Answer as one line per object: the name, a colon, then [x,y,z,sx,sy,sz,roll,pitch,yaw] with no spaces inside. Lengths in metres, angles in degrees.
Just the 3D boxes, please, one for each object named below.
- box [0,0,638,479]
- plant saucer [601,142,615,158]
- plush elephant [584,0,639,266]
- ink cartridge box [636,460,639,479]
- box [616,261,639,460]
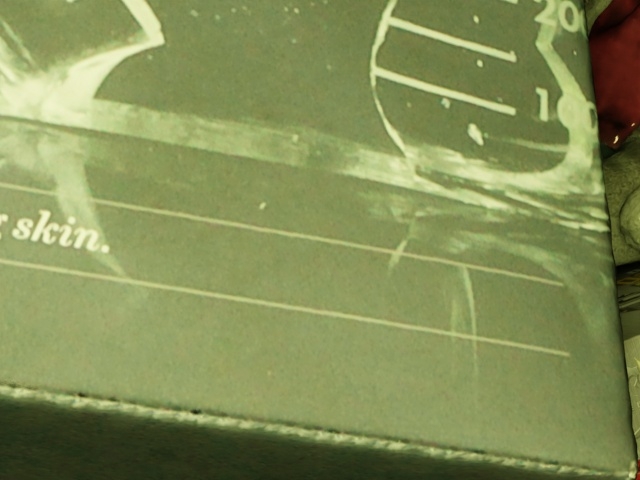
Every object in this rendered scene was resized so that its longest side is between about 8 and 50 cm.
box: [-0.158,-0.076,0.783,0.479,0.472,0.297,9,144,-15]
plant saucer: [0.157,-0.070,1.055,0.195,0.195,0.037,-5,152,6]
plush elephant: [0.197,-0.140,0.899,0.330,0.272,0.255,-2,138,4]
ink cartridge box: [0.256,0.225,1.600,0.134,0.078,0.231,-14,144,17]
box: [0.189,0.041,0.916,0.231,0.056,0.183,-19,-174,-17]
